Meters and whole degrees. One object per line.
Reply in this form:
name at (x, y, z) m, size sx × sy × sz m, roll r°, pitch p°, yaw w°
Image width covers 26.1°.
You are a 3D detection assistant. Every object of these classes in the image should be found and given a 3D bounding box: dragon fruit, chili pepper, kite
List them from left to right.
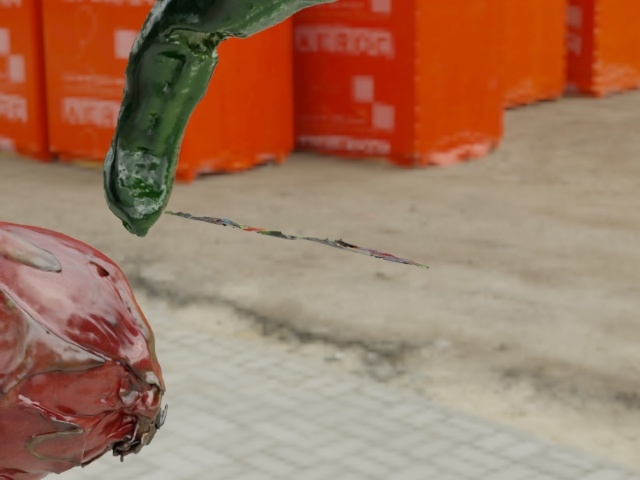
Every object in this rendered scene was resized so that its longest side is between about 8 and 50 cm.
dragon fruit at (-0.196, 0.070, 0.848) m, size 0.209 × 0.172 × 0.172 m, roll 1°, pitch 12°, yaw 1°
chili pepper at (-0.048, -0.087, 0.620) m, size 0.073 × 0.182 × 0.050 m, roll 45°, pitch 21°, yaw 9°
kite at (0.000, 0.000, 0.504) m, size 0.122 × 0.004 × 0.090 m, roll 12°, pitch 1°, yaw 43°
